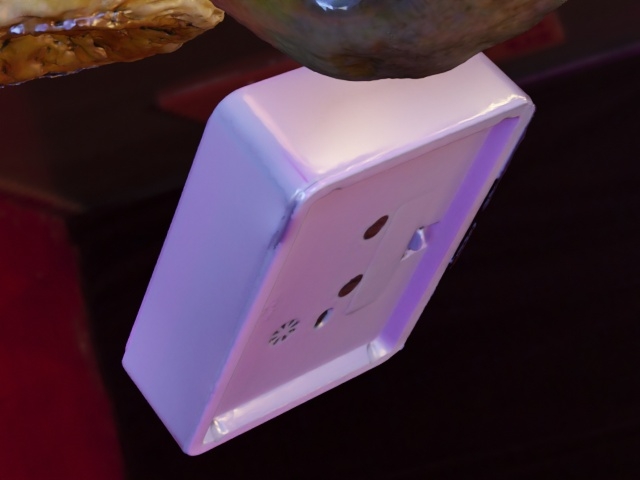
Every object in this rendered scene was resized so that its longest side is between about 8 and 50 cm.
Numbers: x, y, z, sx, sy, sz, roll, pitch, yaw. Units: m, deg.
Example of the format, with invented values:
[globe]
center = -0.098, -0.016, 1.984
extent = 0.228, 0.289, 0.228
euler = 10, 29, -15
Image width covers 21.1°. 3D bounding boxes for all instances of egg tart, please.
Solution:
[egg tart]
center = -0.202, -0.166, 1.136
extent = 0.290, 0.290, 0.115
euler = -9, 89, -78

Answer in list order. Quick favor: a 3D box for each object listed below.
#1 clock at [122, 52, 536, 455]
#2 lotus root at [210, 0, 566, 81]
[clock]
center = 0.000, 0.000, 0.802
extent = 0.063, 0.150, 0.197
euler = 49, -40, 22
[lotus root]
center = 0.006, -0.147, 0.594
extent = 0.203, 0.183, 0.078
euler = 35, 21, 9
